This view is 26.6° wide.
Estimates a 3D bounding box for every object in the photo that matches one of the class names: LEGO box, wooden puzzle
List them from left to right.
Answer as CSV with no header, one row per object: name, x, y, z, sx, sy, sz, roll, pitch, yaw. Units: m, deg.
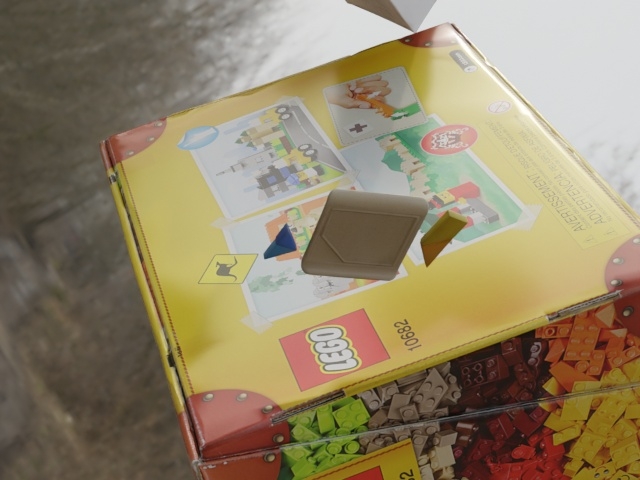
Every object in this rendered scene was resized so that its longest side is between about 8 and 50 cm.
wooden puzzle,0.028,-0.004,0.867,0.014,0.116,0.078,-102,-150,-43
LEGO box,0.043,0.037,1.161,0.500,0.372,0.193,-117,-171,-56

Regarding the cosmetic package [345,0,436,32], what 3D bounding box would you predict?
cosmetic package,0.030,-0.300,1.338,0.099,0.060,0.239,33,-4,32
